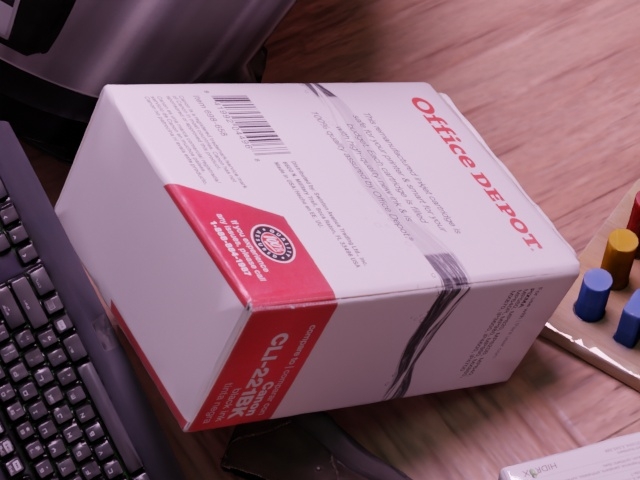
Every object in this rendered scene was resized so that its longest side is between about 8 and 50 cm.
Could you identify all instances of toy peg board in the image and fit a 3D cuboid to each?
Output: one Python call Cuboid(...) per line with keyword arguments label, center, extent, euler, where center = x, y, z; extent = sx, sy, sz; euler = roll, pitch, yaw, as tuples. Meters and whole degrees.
Cuboid(label="toy peg board", center=(0.257, 0.025, 1.172), extent=(0.161, 0.079, 0.160), euler=(30, 56, 20))

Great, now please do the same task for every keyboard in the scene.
Cuboid(label="keyboard", center=(-0.206, 0.098, 1.007), extent=(0.202, 0.033, 0.317), euler=(-29, 97, -23))

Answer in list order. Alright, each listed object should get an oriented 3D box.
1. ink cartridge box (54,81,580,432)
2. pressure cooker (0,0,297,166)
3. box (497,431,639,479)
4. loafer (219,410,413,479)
Cuboid(label="ink cartridge box", center=(0.000, 0.000, 1.096), extent=(0.273, 0.114, 0.197), euler=(-5, 47, -38))
Cuboid(label="pressure cooker", center=(-0.158, -0.265, 1.184), extent=(0.376, 0.420, 0.369), euler=(20, 38, -30))
Cuboid(label="box", center=(0.162, 0.184, 1.029), extent=(0.102, 0.101, 0.087), euler=(-12, 54, -12))
Cuboid(label="loafer", center=(0.023, 0.174, 1.058), extent=(0.220, 0.080, 0.078), euler=(35, 80, 34))
